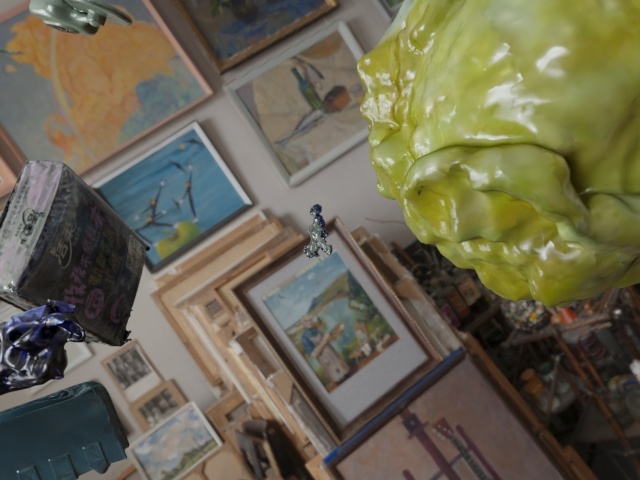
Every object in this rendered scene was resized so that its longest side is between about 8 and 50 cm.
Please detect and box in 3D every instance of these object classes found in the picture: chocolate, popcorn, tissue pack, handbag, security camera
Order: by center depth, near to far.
[{"bbox_3d":[0.198,-0.084,0.459,0.312,0.312,0.312,-34,4,3],"label":"popcorn"},{"bbox_3d":[-0.478,0.189,0.857,0.343,0.148,0.126,-19,-31,14],"label":"chocolate"},{"bbox_3d":[-0.490,0.375,1.073,0.229,0.179,0.062,-19,17,-10],"label":"handbag"},{"bbox_3d":[-0.476,0.039,1.138,0.122,0.259,0.361,3,-24,13],"label":"tissue pack"},{"bbox_3d":[-0.581,-0.545,1.407,0.302,0.080,0.157,20,3,37],"label":"security camera"}]

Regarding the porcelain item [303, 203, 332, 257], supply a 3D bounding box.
[{"bbox_3d":[0.000,0.000,1.109,0.021,0.075,0.136,-20,-36,-26],"label":"porcelain item"}]
